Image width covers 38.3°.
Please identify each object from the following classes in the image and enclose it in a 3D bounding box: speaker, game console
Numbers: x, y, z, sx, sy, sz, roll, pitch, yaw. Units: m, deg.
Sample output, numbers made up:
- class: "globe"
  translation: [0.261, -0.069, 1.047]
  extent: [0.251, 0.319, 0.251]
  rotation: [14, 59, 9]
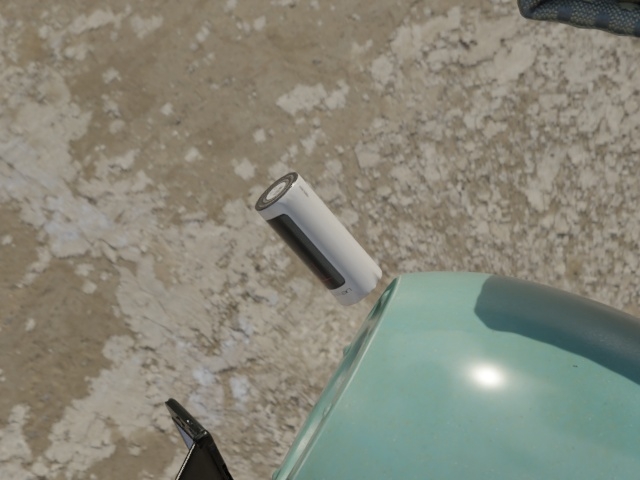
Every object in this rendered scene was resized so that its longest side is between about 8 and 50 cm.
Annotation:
- class: "speaker"
  translation: [0.000, 0.000, 0.896]
  extent: [0.055, 0.055, 0.136]
  rotation: [-42, 111, -4]
- class: "game console"
  translation: [-0.119, 0.225, 0.845]
  extent: [0.071, 0.122, 0.107]
  rotation: [-35, 40, -22]

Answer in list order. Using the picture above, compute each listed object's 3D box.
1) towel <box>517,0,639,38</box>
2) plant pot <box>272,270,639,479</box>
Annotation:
- class: "towel"
  translation: [0.283, -0.185, 0.438]
  extent: [0.324, 0.056, 0.312]
  rotation: [12, 47, 20]
- class: "plant pot"
  translation: [0.097, 0.154, 0.511]
  extent: [0.235, 0.293, 0.293]
  rotation: [30, 79, 2]
